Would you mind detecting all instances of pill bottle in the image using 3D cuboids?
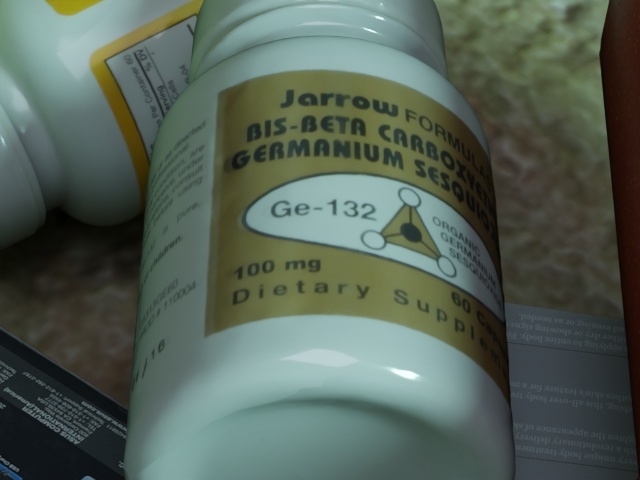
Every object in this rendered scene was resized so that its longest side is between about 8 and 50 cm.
[{"bbox_3d":[-0.078,-0.078,0.854,0.208,0.117,0.117,-30,62,-18],"label":"pill bottle"},{"bbox_3d":[0.000,0.000,0.710,0.131,0.131,0.229,0,47,0],"label":"pill bottle"}]

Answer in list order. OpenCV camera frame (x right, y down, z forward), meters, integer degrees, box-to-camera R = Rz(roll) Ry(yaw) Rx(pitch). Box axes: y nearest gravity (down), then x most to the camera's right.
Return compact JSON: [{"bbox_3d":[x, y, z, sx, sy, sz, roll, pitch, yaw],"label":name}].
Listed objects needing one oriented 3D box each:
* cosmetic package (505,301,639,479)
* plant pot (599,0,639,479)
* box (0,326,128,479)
[{"bbox_3d":[0.091,0.149,0.720,0.127,0.107,0.238,10,60,4],"label":"cosmetic package"},{"bbox_3d":[0.208,0.015,0.625,0.272,0.272,0.265,-4,54,-3],"label":"plant pot"},{"bbox_3d":[-0.218,0.128,0.674,0.395,0.097,0.318,30,38,17],"label":"box"}]
